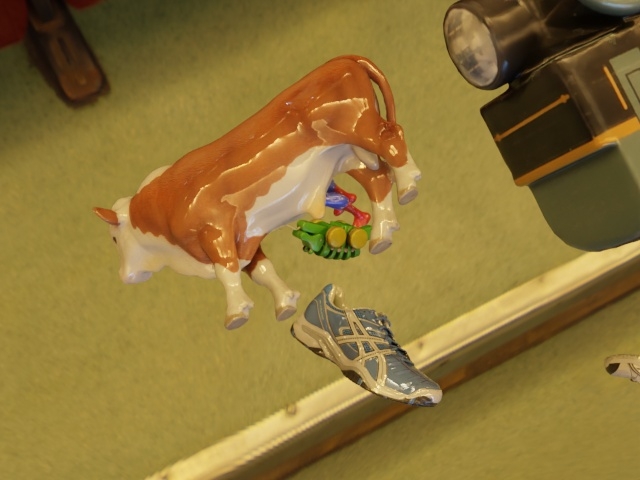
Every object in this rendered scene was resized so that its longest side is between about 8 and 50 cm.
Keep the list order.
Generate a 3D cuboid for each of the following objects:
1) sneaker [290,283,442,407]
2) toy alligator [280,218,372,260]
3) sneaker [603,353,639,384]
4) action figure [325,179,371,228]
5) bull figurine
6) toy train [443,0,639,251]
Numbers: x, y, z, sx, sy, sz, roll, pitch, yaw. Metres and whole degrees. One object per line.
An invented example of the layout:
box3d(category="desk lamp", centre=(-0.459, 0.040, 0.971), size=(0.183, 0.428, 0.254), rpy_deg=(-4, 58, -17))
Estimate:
box3d(category="sneaker", centre=(0.058, 0.126, 1.319), size=(0.211, 0.080, 0.081), rpy_deg=(32, 95, 28))
box3d(category="toy alligator", centre=(0.000, 0.000, 1.514), size=(0.190, 0.056, 0.051), rpy_deg=(3, 102, -37))
box3d(category="sneaker", centre=(0.231, 0.097, 0.757), size=(0.083, 0.032, 0.037), rpy_deg=(5, 88, 35))
box3d(category="action figure", centre=(-0.058, -0.066, 1.691), size=(0.139, 0.280, 0.091), rpy_deg=(-45, 45, 9))
box3d(category="bull figurine", centre=(-0.055, -0.034, 0.988), size=(0.310, 0.101, 0.188), rpy_deg=(-38, 67, 9))
box3d(category="toy train", centre=(0.233, -0.130, 0.662), size=(0.334, 0.142, 0.190), rpy_deg=(-25, 89, -22))
